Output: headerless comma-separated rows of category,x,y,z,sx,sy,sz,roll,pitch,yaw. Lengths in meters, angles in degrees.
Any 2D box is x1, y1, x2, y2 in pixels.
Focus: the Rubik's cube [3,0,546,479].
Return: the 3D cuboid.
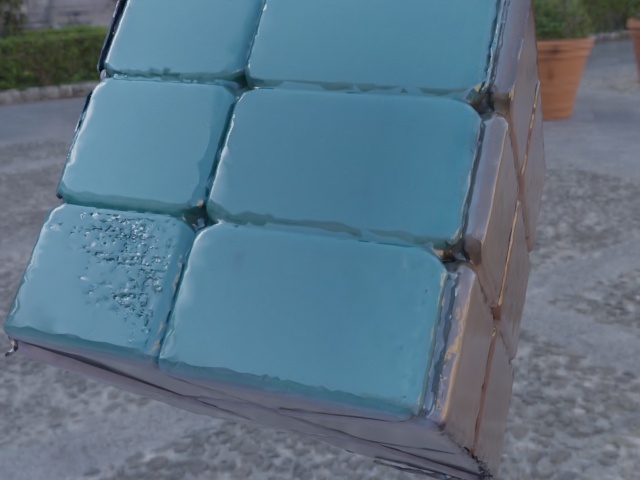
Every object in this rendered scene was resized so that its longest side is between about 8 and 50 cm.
Rubik's cube,0.000,0.000,0.471,0.231,0.225,0.221,8,-19,20
